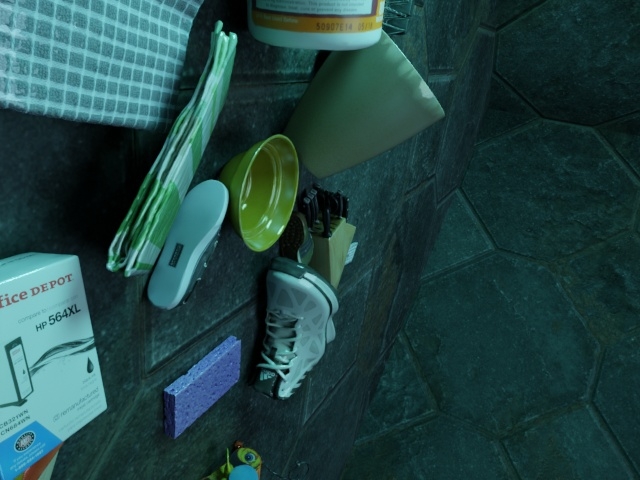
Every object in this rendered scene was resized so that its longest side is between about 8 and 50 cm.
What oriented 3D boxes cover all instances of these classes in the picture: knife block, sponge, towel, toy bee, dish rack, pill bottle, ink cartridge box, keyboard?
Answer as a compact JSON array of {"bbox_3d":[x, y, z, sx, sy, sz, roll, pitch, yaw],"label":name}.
[{"bbox_3d":[0.000,0.000,1.271,0.242,0.088,0.275,14,95,-66],"label":"knife block"},{"bbox_3d":[-0.241,0.301,1.019,0.210,0.031,0.117,-36,139,-55],"label":"sponge"},{"bbox_3d":[-0.197,-0.104,0.671,0.248,0.038,0.324,163,-52,-76],"label":"towel"},{"bbox_3d":[-0.205,0.589,1.206,0.298,0.162,0.195,12,105,-42],"label":"toy bee"},{"bbox_3d":[-0.242,-0.239,0.501,0.284,0.121,0.235,-13,120,-64],"label":"towel"},{"bbox_3d":[0.175,-0.634,1.220,0.271,0.074,0.208,-26,129,-58],"label":"dish rack"},{"bbox_3d":[0.001,-0.505,0.718,0.224,0.224,0.392,-43,144,-49],"label":"pill bottle"},{"bbox_3d":[-0.334,0.128,0.534,0.148,0.086,0.203,-36,125,-65],"label":"ink cartridge box"},{"bbox_3d":[0.058,0.060,1.542,0.256,0.014,0.072,-21,125,-61],"label":"keyboard"}]

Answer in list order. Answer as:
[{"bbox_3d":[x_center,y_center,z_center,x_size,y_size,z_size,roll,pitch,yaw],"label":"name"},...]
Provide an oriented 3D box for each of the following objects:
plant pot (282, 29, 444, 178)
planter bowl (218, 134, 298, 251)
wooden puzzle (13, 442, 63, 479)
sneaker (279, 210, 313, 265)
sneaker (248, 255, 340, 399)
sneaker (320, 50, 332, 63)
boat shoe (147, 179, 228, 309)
[{"bbox_3d":[0.063,-0.262,0.997,0.274,0.256,0.256,-39,162,15],"label":"plant pot"},{"bbox_3d":[-0.128,-0.094,0.900,0.217,0.090,0.217,15,90,-71],"label":"planter bowl"},{"bbox_3d":[-0.436,0.341,0.543,0.322,0.080,0.347,26,83,-67],"label":"wooden puzzle"},{"bbox_3d":[-0.053,-0.001,1.190,0.086,0.064,0.192,-54,153,-52],"label":"sneaker"},{"bbox_3d":[-0.074,0.245,1.177,0.257,0.169,0.447,-61,157,-29],"label":"sneaker"},{"bbox_3d":[0.091,-0.416,1.161,0.145,0.090,0.270,-64,154,-12],"label":"sneaker"},{"bbox_3d":[-0.210,0.011,0.819,0.076,0.080,0.228,39,71,-75],"label":"boat shoe"}]
